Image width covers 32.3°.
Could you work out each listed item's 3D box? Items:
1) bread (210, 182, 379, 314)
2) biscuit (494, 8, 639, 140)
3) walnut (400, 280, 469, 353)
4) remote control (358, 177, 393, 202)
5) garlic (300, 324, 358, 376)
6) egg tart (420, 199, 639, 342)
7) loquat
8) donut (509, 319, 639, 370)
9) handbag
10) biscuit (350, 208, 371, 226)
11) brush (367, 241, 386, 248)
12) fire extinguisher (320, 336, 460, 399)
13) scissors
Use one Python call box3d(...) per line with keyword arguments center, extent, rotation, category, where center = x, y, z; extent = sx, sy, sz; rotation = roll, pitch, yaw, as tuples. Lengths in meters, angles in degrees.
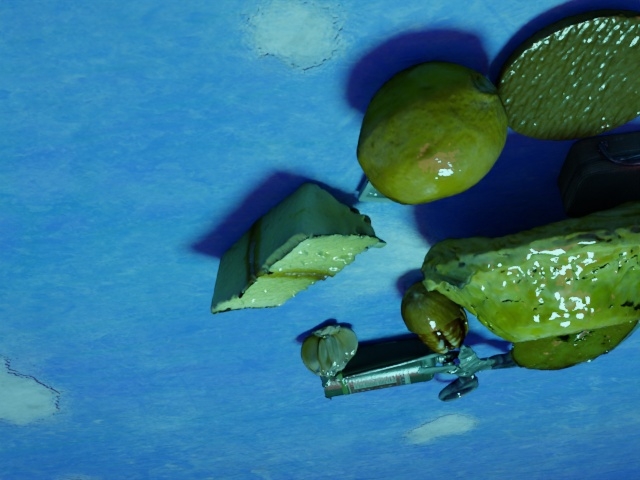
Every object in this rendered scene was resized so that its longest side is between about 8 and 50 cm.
box3d(center=(-0.062, 0.024, 1.738), extent=(0.266, 0.142, 0.178), rotation=(-41, 169, 35), category="bread")
box3d(center=(0.364, -0.227, 1.516), extent=(0.261, 0.037, 0.262), rotation=(-5, 147, -3), category="biscuit")
box3d(center=(0.209, 0.141, 1.992), extent=(0.115, 0.116, 0.207), rotation=(-18, 150, 16), category="walnut")
box3d(center=(0.106, -0.107, 1.660), extent=(0.061, 0.029, 0.162), rotation=(5, 151, -15), category="remote control")
box3d(center=(0.019, 0.208, 2.093), extent=(0.113, 0.094, 0.074), rotation=(-17, 179, 15), category="garlic")
box3d(center=(0.377, 0.062, 1.745), extent=(0.443, 0.178, 0.443), rotation=(-8, 171, -1), category="egg tart")
box3d(center=(0.147, -0.139, 1.494), extent=(0.187, 0.176, 0.234), rotation=(35, 128, -26), category="loquat")
box3d(center=(0.465, 0.132, 2.052), extent=(0.272, 0.107, 0.272), rotation=(-9, 146, -6), category="donut")
box3d(center=(0.473, -0.105, 1.702), extent=(0.193, 0.072, 0.151), rotation=(-4, 147, -3), category="handbag")
box3d(center=(0.000, 0.000, 1.808), extent=(0.175, 0.026, 0.124), rotation=(-28, 143, 29), category="biscuit")
box3d(center=(0.086, 0.008, 1.829), extent=(0.016, 0.013, 0.083), rotation=(-37, 158, 24), category="brush")
box3d(center=(0.145, 0.243, 2.158), extent=(0.294, 0.093, 0.118), rotation=(-9, 163, 3), category="fire extinguisher")
box3d(center=(0.291, 0.248, 2.145), extent=(0.256, 0.029, 0.383), rotation=(-30, 159, 19), category="scissors")
